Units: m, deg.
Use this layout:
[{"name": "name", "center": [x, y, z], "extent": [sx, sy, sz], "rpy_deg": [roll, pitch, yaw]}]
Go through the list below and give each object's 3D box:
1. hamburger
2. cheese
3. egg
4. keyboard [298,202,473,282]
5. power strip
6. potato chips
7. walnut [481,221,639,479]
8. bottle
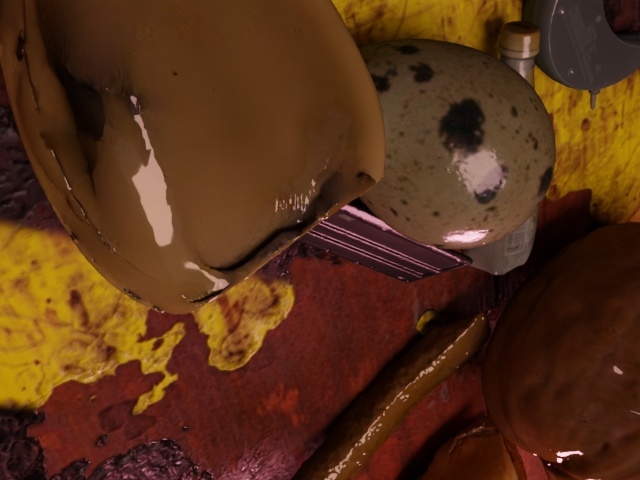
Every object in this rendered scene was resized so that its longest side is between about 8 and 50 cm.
[{"name": "hamburger", "center": [0.184, 0.372, 1.252], "extent": [0.144, 0.156, 0.283], "rpy_deg": [12, 116, -40]}, {"name": "cheese", "center": [-0.100, -0.124, 0.664], "extent": [0.259, 0.128, 0.315], "rpy_deg": [-42, 117, -28]}, {"name": "egg", "center": [0.102, -0.090, 0.837], "extent": [0.228, 0.177, 0.177], "rpy_deg": [31, 101, -28]}, {"name": "keyboard", "center": [-0.001, -0.013, 0.887], "extent": [0.103, 0.041, 0.381], "rpy_deg": [-19, 158, 38]}, {"name": "power strip", "center": [0.273, -0.218, 0.958], "extent": [0.137, 0.044, 0.216], "rpy_deg": [-39, 135, -5]}, {"name": "potato chips", "center": [0.049, 0.233, 1.108], "extent": [0.407, 0.080, 0.057], "rpy_deg": [-48, 124, -3]}, {"name": "walnut", "center": [0.367, 0.137, 1.118], "extent": [0.344, 0.306, 0.306], "rpy_deg": [-45, 136, -5]}, {"name": "bottle", "center": [0.188, -0.091, 0.966], "extent": [0.083, 0.083, 0.269], "rpy_deg": [-18, 127, -25]}]
